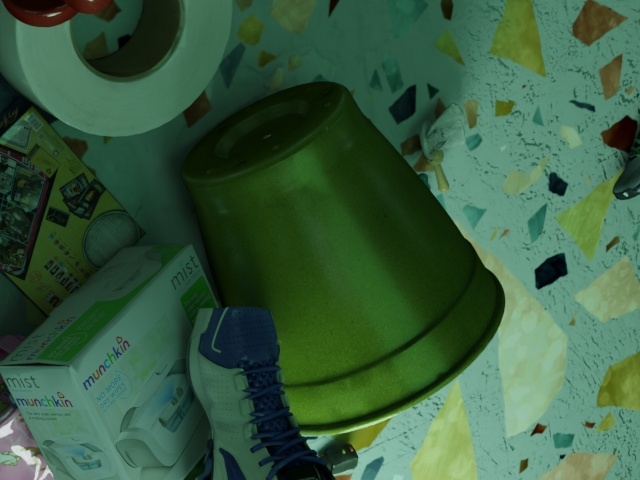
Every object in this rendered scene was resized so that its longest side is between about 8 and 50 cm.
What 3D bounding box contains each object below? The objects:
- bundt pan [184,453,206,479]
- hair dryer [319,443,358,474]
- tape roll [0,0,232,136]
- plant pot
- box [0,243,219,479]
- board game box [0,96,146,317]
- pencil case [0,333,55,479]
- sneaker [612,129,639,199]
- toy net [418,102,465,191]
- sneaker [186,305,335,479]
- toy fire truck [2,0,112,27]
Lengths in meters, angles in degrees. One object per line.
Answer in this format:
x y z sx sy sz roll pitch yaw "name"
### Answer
-0.104 0.383 1.889 0.331 0.124 0.331 2 90 -67 "bundt pan"
-0.054 0.439 2.144 0.293 0.080 0.224 -12 116 -32 "hair dryer"
-0.247 -0.270 1.686 0.286 0.100 0.286 -15 117 -31 "tape roll"
0.000 0.000 1.856 0.366 0.366 0.353 -37 115 -19 "plant pot"
-0.228 0.166 1.735 0.262 0.126 0.231 -47 125 -46 "box"
-0.344 -0.033 1.751 0.165 0.042 0.243 -46 129 -12 "board game box"
-0.318 0.281 1.833 0.167 0.160 0.386 -20 132 21 "pencil case"
0.534 -0.168 2.345 0.224 0.083 0.098 -47 109 -17 "sneaker"
0.137 -0.096 2.086 0.122 0.045 0.232 14 99 -38 "toy net"
-0.058 0.235 1.677 0.127 0.182 0.315 -1 92 -40 "sneaker"
-0.294 -0.386 1.490 0.254 0.302 0.169 -52 169 -12 "toy fire truck"
